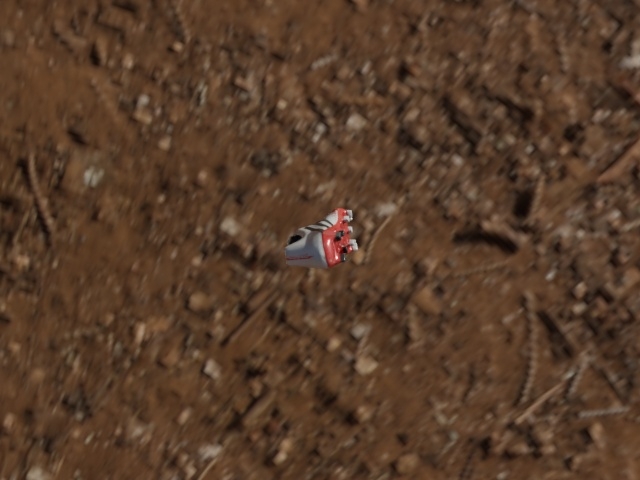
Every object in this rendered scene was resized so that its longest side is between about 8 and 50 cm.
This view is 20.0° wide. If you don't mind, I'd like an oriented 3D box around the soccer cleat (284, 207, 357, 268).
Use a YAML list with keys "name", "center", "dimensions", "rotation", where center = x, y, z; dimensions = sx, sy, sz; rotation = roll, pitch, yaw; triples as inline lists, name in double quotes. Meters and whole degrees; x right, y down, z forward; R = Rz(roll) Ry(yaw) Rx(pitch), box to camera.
- name: "soccer cleat"
  center: [0.000, 0.000, 1.026]
  dimensions: [0.035, 0.083, 0.029]
  rotation: [-8, 100, 9]
